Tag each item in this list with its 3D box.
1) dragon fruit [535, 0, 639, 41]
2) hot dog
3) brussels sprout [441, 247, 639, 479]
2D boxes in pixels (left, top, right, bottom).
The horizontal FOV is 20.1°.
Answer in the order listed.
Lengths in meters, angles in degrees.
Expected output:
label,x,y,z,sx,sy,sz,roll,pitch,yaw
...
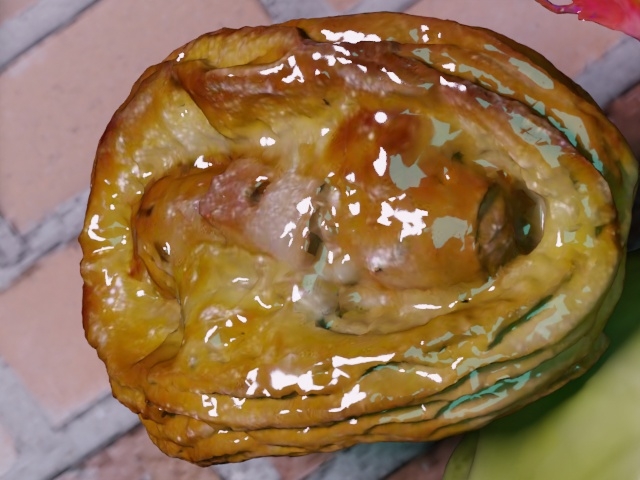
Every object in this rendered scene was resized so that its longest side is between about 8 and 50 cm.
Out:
label,x,y,z,sx,sy,sz,roll,pitch,yaw
dragon fruit,0.246,-0.140,0.699,0.386,0.249,0.371,-10,66,-15
hot dog,-0.004,0.000,0.722,0.114,0.259,0.175,9,75,-45
brussels sprout,0.185,0.153,0.753,0.273,0.242,0.316,-42,101,1
